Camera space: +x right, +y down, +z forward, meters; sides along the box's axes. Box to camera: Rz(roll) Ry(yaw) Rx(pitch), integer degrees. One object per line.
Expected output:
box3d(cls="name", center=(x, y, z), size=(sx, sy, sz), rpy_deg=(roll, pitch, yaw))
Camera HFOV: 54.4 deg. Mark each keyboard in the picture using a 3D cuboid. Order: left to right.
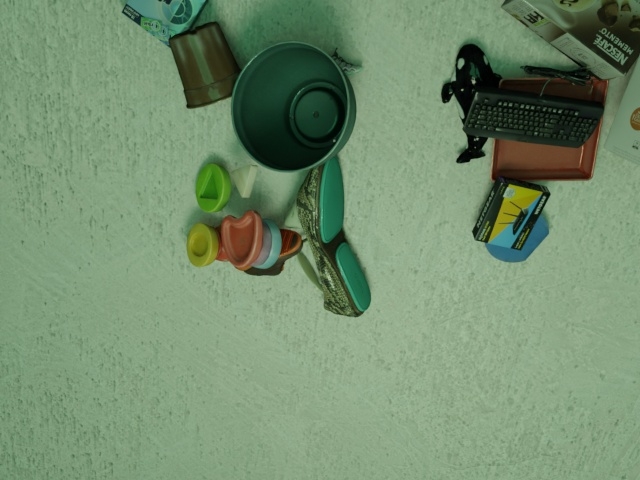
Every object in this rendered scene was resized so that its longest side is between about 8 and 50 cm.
box3d(cls="keyboard", center=(0.505, -0.315, 1.439), size=(0.317, 0.033, 0.201), rpy_deg=(5, 125, -8))

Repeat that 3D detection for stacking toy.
box3d(cls="stacking toy", center=(-0.213, -0.060, 1.650), size=(0.309, 0.130, 0.279), rpy_deg=(4, 90, 45))

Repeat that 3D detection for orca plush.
box3d(cls="orca plush", center=(0.367, -0.321, 1.509), size=(0.151, 0.102, 0.287), rpy_deg=(9, 115, 2))

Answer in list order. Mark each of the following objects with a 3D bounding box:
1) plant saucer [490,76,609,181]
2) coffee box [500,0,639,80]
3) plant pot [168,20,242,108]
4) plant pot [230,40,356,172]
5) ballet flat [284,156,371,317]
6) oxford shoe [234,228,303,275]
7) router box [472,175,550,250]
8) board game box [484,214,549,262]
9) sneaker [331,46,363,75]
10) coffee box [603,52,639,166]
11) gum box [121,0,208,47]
box3d(cls="plant saucer", center=(0.552, -0.274, 1.531), size=(0.259, 0.047, 0.258), rpy_deg=(-1, 114, 1))
box3d(cls="coffee box", center=(0.579, -0.508, 1.372), size=(0.297, 0.119, 0.168), rpy_deg=(33, 95, -8))
box3d(cls="plant pot", center=(-0.276, -0.424, 1.492), size=(0.167, 0.167, 0.165), rpy_deg=(-15, 115, 12))
box3d(cls="plant pot", center=(-0.036, -0.307, 1.482), size=(0.293, 0.196, 0.292), rpy_deg=(2, 96, 23))
box3d(cls="ballet flat", center=(0.000, 0.000, 1.679), size=(0.182, 0.164, 0.482), rpy_deg=(-1, 117, 29))
box3d(cls="oxford shoe", center=(-0.123, 0.039, 1.698), size=(0.098, 0.096, 0.271), rpy_deg=(34, 149, -29))
box3d(cls="router box", center=(0.484, -0.068, 1.589), size=(0.133, 0.046, 0.178), rpy_deg=(12, 123, -7))
box3d(cls="board game box", center=(0.524, -0.019, 1.669), size=(0.133, 0.033, 0.168), rpy_deg=(26, 119, -11))
box3d(cls="sneaker", center=(0.052, -0.439, 1.525), size=(0.098, 0.038, 0.069), rpy_deg=(-7, 114, 9))
box3d(cls="coffee box", center=(0.881, -0.280, 1.284), size=(0.338, 0.337, 0.334), rpy_deg=(1, 117, -23))
box3d(cls="gum box", center=(-0.367, -0.582, 1.504), size=(0.157, 0.041, 0.184), rpy_deg=(36, 114, -11))
